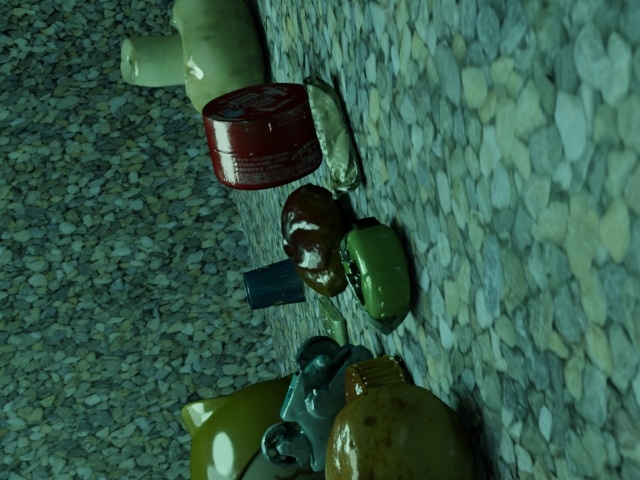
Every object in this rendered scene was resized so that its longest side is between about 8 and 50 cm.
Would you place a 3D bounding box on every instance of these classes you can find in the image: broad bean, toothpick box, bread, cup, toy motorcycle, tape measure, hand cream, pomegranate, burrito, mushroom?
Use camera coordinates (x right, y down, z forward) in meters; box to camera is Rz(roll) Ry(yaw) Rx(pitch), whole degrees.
[{"bbox_3d":[0.003,-0.002,1.702,0.156,0.122,0.228,-60,43,38],"label":"broad bean"},{"bbox_3d":[-0.100,0.534,2.128,0.409,0.409,0.425,96,150,-64],"label":"toothpick box"},{"bbox_3d":[0.103,0.298,1.567,0.199,0.104,0.199,167,90,-79],"label":"bread"},{"bbox_3d":[-0.135,0.131,2.608,0.176,0.155,0.131,119,137,-74],"label":"cup"},{"bbox_3d":[0.019,0.312,1.698,0.154,0.206,0.260,164,127,-76],"label":"toy motorcycle"},{"bbox_3d":[0.083,0.047,1.386,0.154,0.088,0.177,92,160,-56],"label":"tape measure"},{"bbox_3d":[0.028,0.205,2.107,0.193,0.036,0.112,-130,27,-71],"label":"bread"},{"bbox_3d":[-0.108,-0.202,1.771,0.230,0.230,0.149,-122,18,-63],"label":"hand cream"},{"bbox_3d":[0.103,0.307,1.241,0.215,0.216,0.215,167,90,-81],"label":"pomegranate"},{"bbox_3d":[0.020,-0.183,1.542,0.063,0.058,0.229,94,164,-75],"label":"burrito"},{"bbox_3d":[-0.282,-0.471,2.285,0.325,0.353,0.353,7,113,47],"label":"mushroom"}]

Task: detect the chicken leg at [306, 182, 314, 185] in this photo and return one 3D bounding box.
[{"bbox_3d":[-0.021,-0.043,2.026,0.205,0.053,0.093,105,165,-64],"label":"chicken leg"}]
